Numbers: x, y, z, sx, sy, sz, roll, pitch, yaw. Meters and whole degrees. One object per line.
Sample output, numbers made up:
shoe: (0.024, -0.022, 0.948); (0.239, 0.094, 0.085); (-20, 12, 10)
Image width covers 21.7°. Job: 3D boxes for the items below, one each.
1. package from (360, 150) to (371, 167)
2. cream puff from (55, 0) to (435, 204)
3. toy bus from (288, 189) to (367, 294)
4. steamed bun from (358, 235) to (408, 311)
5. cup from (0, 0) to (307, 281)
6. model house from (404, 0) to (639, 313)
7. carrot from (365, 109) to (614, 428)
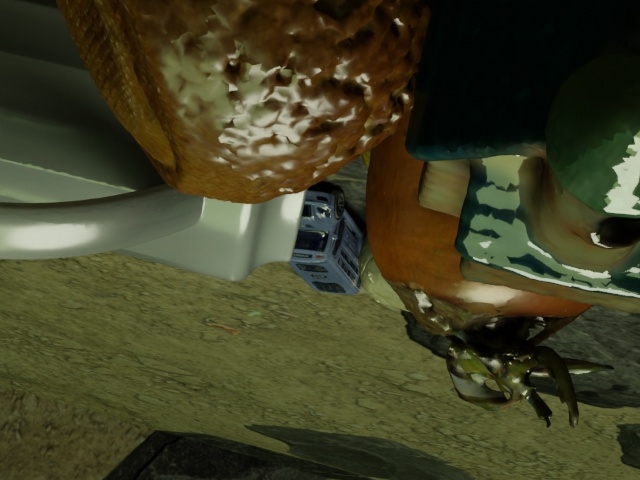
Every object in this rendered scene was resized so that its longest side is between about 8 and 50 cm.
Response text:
package: (0.082, -0.074, 1.486); (0.131, 0.047, 0.071); (9, 166, 5)
cream puff: (-0.040, -0.165, 0.921); (0.212, 0.303, 0.303); (-20, 167, -12)
toy bus: (0.000, 0.000, 1.730); (0.073, 0.076, 0.167); (6, 162, 20)
steamed bun: (0.096, 0.021, 1.705); (0.112, 0.091, 0.130); (13, 166, 9)
cup: (-0.163, -0.091, 1.167); (0.326, 0.323, 0.237); (14, 127, 0)
model house: (0.184, -0.131, 0.792); (0.245, 0.312, 0.280); (14, 165, 2)
carrot: (0.130, -0.039, 1.211); (0.193, 0.331, 0.214); (6, 180, 9)
